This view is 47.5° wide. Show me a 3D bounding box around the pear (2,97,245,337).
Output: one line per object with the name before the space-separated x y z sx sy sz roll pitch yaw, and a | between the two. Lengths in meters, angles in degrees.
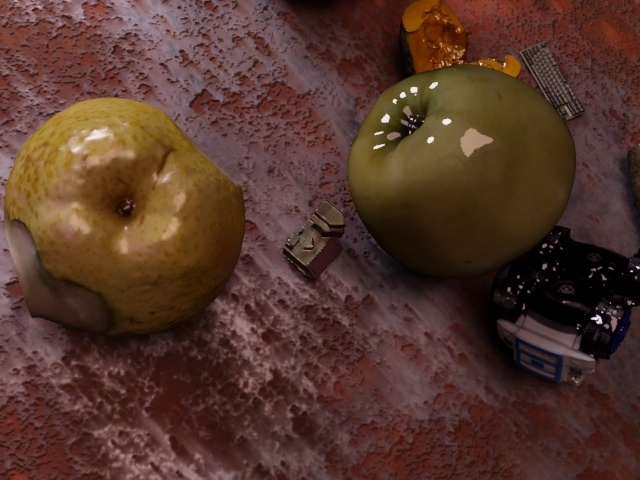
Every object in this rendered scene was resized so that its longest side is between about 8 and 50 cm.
pear | -0.205 -0.025 0.777 0.271 0.271 0.271 4 72 -13

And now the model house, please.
model house | 0.000 0.000 0.923 0.058 0.057 0.083 41 66 6

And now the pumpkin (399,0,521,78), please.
pumpkin | 0.182 -0.241 1.014 0.119 0.108 0.183 -26 63 -28

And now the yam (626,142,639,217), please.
yam | 0.497 -0.012 1.050 0.061 0.061 0.274 -2 74 -15

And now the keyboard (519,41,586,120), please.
keyboard | 0.354 -0.242 1.111 0.049 0.015 0.129 -22 79 -19

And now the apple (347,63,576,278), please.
apple | 0.166 -0.087 0.879 0.262 0.262 0.263 4 72 -13

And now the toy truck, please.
toy truck | 0.321 0.092 0.923 0.161 0.177 0.213 23 50 33
